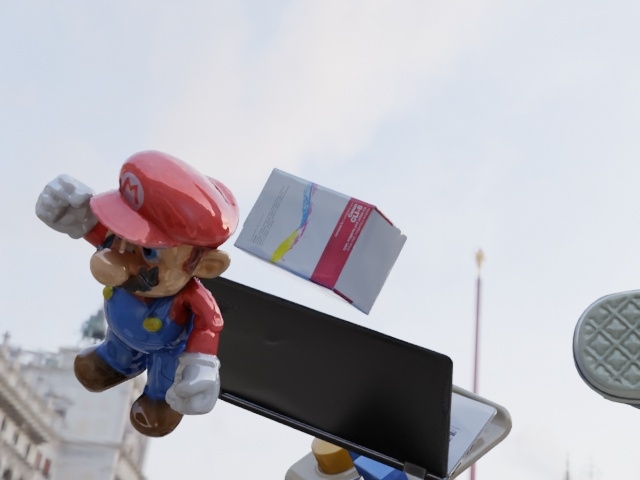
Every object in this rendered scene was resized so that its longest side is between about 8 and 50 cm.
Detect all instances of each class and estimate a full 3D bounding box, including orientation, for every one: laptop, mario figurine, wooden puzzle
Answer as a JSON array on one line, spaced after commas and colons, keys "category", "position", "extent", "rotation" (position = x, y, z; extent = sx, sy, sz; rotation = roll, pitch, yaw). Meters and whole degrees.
[{"category": "laptop", "position": [0.029, 0.137, 1.426], "extent": [0.382, 0.236, 0.408], "rotation": [19, 19, 19]}, {"category": "mario figurine", "position": [-0.183, 0.056, 1.021], "extent": [0.198, 0.170, 0.320], "rotation": [9, -50, -6]}, {"category": "wooden puzzle", "position": [0.122, 0.364, 1.928], "extent": [0.322, 0.348, 0.080], "rotation": [17, -39, 59]}]

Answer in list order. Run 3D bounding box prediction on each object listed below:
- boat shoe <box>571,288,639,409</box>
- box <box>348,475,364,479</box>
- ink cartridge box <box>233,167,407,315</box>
[{"category": "boat shoe", "position": [0.555, 0.133, 1.274], "extent": [0.500, 0.187, 0.156], "rotation": [-2, -18, 15]}, {"category": "box", "position": [0.051, 0.435, 1.459], "extent": [0.114, 0.103, 0.203], "rotation": [-23, -62, 16]}, {"category": "ink cartridge box", "position": [0.000, 0.000, 1.471], "extent": [0.176, 0.127, 0.128], "rotation": [22, -8, 31]}]
